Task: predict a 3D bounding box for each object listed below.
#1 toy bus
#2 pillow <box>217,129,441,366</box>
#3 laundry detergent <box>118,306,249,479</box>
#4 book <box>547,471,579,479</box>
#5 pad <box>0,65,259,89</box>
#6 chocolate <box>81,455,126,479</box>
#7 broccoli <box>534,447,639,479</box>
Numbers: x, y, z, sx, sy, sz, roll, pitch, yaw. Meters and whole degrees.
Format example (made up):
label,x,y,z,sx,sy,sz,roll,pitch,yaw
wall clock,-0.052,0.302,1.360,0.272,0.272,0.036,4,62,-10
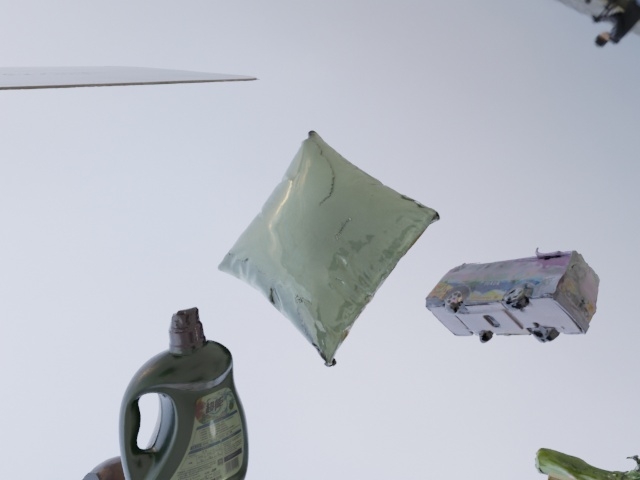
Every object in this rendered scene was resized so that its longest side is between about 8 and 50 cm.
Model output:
label,x,y,z,sx,sy,sz,roll,pitch,yaw
toy bus,0.330,0.098,0.997,0.112,0.317,0.138,45,-115,-16
pillow,0.000,0.000,0.965,0.312,0.310,0.119,36,-176,31
laundry detergent,-0.154,0.185,0.633,0.144,0.221,0.078,-12,-167,-31
book,0.362,0.351,0.698,0.172,0.118,0.012,10,-148,21
pad,-0.182,-0.102,0.353,0.176,0.002,0.266,17,-156,35
chocolate,-0.286,0.392,0.858,0.124,0.127,0.133,16,176,38
broccoli,0.625,0.533,1.250,0.304,0.164,0.145,10,168,35
